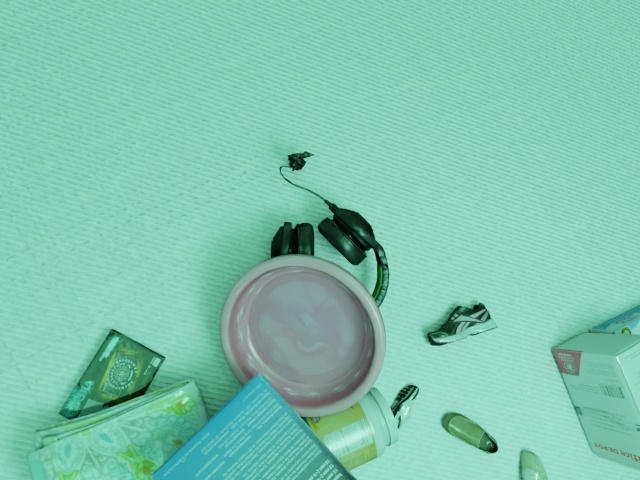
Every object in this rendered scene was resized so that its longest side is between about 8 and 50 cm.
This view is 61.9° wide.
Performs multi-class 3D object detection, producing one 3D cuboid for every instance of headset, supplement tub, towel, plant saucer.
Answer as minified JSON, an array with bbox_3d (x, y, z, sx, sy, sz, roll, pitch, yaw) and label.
[{"bbox_3d":[0.000,0.000,1.170,0.243,0.185,0.395,-18,98,-3],"label":"headset"},{"bbox_3d":[0.046,0.401,1.111,0.199,0.144,0.145,-19,87,-16],"label":"supplement tub"},{"bbox_3d":[-0.339,0.485,1.017,0.320,0.090,0.375,-17,93,-15],"label":"towel"},{"bbox_3d":[-0.033,0.183,1.060,0.331,0.084,0.332,3,104,12],"label":"plant saucer"}]

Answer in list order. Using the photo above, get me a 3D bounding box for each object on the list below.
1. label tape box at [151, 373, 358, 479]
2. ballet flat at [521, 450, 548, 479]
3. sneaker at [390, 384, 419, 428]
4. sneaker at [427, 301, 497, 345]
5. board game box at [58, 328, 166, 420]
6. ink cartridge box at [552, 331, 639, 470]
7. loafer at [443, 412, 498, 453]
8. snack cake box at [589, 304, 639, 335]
[{"bbox_3d":[-0.083,0.452,0.943,0.249,0.115,0.348,-42,80,-17],"label":"label tape box"},{"bbox_3d":[0.503,0.581,1.242,0.052,0.057,0.168,-10,84,-51],"label":"ballet flat"},{"bbox_3d":[0.190,0.378,1.210,0.044,0.040,0.109,44,78,-22],"label":"sneaker"},{"bbox_3d":[0.324,0.196,1.257,0.178,0.072,0.077,-12,74,-23],"label":"sneaker"},{"bbox_3d":[-0.416,0.289,1.072,0.126,0.026,0.186,31,77,-8],"label":"board game box"},{"bbox_3d":[0.699,0.369,1.246,0.117,0.207,0.283,-22,89,-18],"label":"ink cartridge box"},{"bbox_3d":[0.352,0.445,1.230,0.148,0.050,0.056,29,77,-9],"label":"loafer"},{"bbox_3d":[0.842,0.250,1.360,0.264,0.089,0.152,-21,89,-16],"label":"snack cake box"}]
